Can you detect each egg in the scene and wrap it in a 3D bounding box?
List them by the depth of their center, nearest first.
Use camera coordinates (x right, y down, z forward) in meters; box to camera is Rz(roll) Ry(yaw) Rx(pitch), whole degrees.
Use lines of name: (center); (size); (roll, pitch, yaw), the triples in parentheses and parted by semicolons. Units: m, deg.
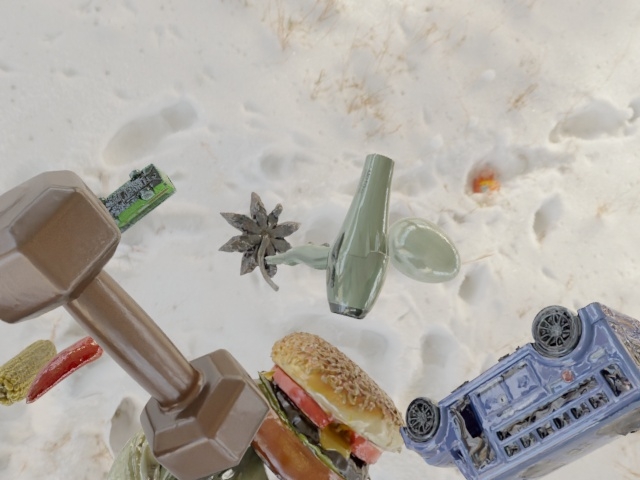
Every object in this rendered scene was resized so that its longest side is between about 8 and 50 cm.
egg: (0.256, 0.028, 1.535); (0.209, 0.151, 0.151); (36, 67, 21)

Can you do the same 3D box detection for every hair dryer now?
hair dryer: (0.021, -0.029, 0.913); (0.092, 0.267, 0.229); (20, 97, -38)

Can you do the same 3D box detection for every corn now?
corn: (-0.757, 0.338, 1.571); (0.102, 0.310, 0.101); (0, 98, -2)

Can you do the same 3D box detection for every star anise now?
star anise: (-0.140, 0.006, 1.527); (0.230, 0.081, 0.262); (-17, 97, -29)

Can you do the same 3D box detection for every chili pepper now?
chili pepper: (-0.592, 0.288, 1.460); (0.071, 0.063, 0.272); (30, 40, 20)

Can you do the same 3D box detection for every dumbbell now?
dumbbell: (-0.122, 0.062, 0.395); (0.082, 0.092, 0.231); (-40, 122, -11)

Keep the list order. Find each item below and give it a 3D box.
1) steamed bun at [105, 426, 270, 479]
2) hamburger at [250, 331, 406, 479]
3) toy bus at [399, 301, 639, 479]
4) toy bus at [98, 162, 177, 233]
steamed bun: (-0.249, 0.450, 1.160); (0.320, 0.206, 0.275); (-6, 40, -29)
hamburger: (-0.002, 0.347, 1.226); (0.250, 0.330, 0.330); (-43, 93, -5)
toy bus: (0.233, 0.195, 0.688); (0.126, 0.292, 0.133); (20, 38, -39)
toy bus: (-0.181, -0.036, 0.586); (0.083, 0.037, 0.031); (-37, 68, 4)
